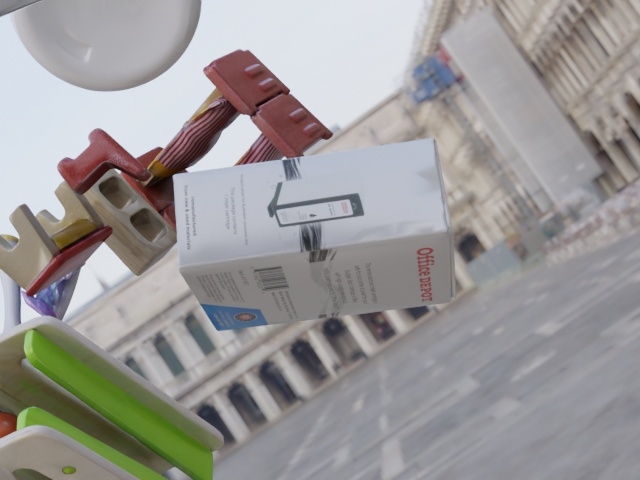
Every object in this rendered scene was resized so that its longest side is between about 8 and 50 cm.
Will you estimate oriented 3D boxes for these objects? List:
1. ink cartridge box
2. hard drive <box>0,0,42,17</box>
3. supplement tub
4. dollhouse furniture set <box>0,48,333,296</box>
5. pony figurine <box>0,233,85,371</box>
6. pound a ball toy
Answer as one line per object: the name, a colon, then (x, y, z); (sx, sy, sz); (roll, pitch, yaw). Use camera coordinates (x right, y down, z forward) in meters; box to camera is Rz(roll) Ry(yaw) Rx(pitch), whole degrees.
ink cartridge box: (0.000, 0.000, 0.937); (0.203, 0.086, 0.148); (-8, -24, 3)
hard drive: (-0.158, -0.162, 0.563); (0.353, 0.047, 0.233); (-15, -2, 22)
supplement tub: (-0.284, -0.346, 1.566); (0.235, 0.235, 0.325); (-35, 24, 5)
dollhouse furniture set: (-0.162, -0.058, 1.306); (0.201, 0.152, 0.374); (-45, -1, 30)
pony figurine: (-0.444, 0.178, 1.741); (0.350, 0.364, 0.303); (-8, -25, 24)
pound a ball toy: (-0.223, 0.221, 1.065); (0.135, 0.208, 0.319); (-26, -44, 21)
